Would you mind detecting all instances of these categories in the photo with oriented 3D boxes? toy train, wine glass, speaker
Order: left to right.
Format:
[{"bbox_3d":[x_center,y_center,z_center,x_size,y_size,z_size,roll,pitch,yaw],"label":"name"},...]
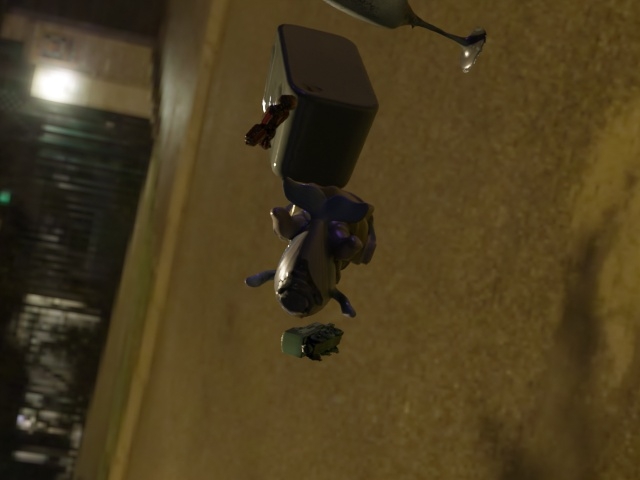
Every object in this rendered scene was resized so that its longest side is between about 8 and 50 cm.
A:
[{"bbox_3d":[-0.015,-0.268,2.407,0.406,0.183,0.184,-102,25,-61],"label":"speaker"},{"bbox_3d":[-0.007,0.123,1.518,0.083,0.053,0.033,-17,-61,-59],"label":"toy train"},{"bbox_3d":[0.109,-0.320,1.729,0.074,0.262,0.074,-52,27,40],"label":"wine glass"}]

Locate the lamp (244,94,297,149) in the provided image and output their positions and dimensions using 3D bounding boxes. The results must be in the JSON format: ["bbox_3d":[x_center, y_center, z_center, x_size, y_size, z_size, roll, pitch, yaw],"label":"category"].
[{"bbox_3d":[-0.060,-0.151,1.548,0.083,0.031,0.063,-50,-5,13],"label":"lamp"}]

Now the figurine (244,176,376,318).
[{"bbox_3d":[0.000,0.000,1.347,0.208,0.128,0.184,103,-172,-55],"label":"figurine"}]
